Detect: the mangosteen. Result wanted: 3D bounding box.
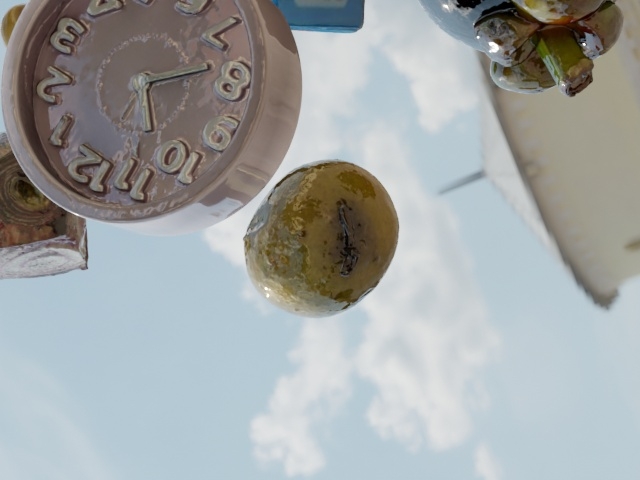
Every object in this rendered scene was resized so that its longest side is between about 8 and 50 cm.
[{"bbox_3d":[0.225,-0.287,1.616,0.275,0.275,0.302,32,-141,-58],"label":"mangosteen"}]

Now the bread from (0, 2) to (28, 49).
[{"bbox_3d":[-0.398,-0.278,2.060,0.115,0.056,0.082,-53,-47,-72],"label":"bread"}]

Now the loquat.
[{"bbox_3d":[0.000,0.000,1.613,0.149,0.172,0.204,36,169,-4],"label":"loquat"}]

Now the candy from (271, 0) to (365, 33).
[{"bbox_3d":[-0.096,-0.255,1.261,0.100,0.306,0.157,-6,-77,-41],"label":"candy"}]

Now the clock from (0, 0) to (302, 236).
[{"bbox_3d":[-0.115,-0.103,1.039,0.068,0.197,0.196,18,-127,-70],"label":"clock"}]

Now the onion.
[{"bbox_3d":[-0.433,-0.055,2.127,0.216,0.206,0.207,99,164,-69],"label":"onion"}]
